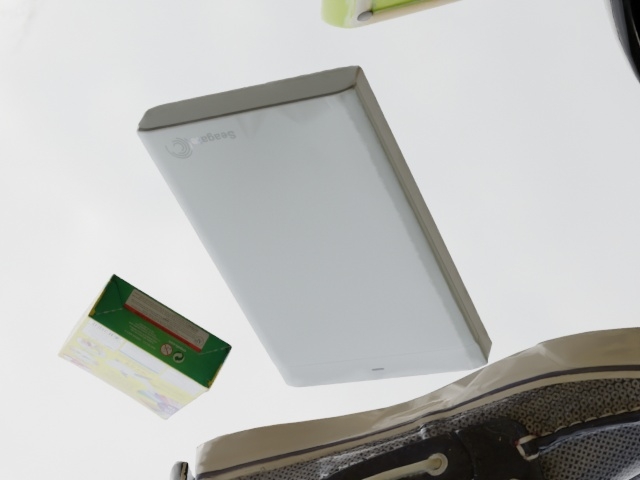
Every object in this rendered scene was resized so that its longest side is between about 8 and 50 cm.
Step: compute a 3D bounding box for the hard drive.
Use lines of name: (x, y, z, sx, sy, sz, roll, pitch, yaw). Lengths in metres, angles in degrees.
hard drive: (0.000, 0.000, 1.329, 0.307, 0.203, 0.040, 61, -147, -34)

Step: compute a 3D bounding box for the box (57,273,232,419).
box: (-0.138, 0.087, 1.189, 0.105, 0.179, 0.043, 32, -113, -8)

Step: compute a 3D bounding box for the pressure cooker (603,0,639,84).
pressure cooker: (0.390, -0.227, 0.992, 0.420, 0.375, 0.370, 2, -87, -2)

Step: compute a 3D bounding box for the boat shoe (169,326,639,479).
boat shoe: (0.084, 0.165, 0.859, 0.158, 0.340, 0.127, -97, -14, -44)

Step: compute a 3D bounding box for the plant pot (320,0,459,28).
plant pot: (0.073, -0.344, 1.508, 0.228, 0.227, 0.207, -17, -115, -12)
